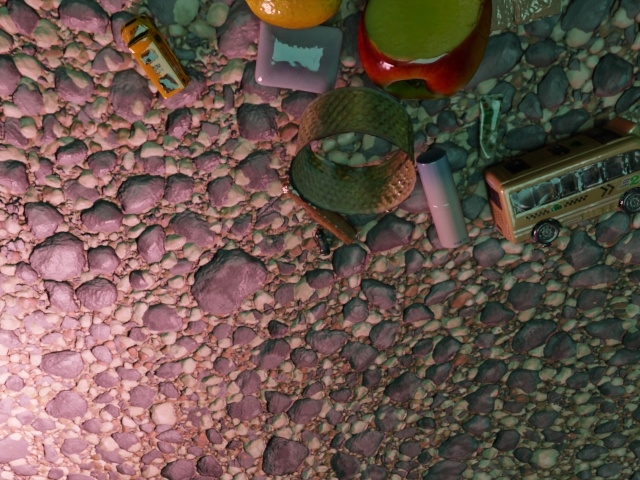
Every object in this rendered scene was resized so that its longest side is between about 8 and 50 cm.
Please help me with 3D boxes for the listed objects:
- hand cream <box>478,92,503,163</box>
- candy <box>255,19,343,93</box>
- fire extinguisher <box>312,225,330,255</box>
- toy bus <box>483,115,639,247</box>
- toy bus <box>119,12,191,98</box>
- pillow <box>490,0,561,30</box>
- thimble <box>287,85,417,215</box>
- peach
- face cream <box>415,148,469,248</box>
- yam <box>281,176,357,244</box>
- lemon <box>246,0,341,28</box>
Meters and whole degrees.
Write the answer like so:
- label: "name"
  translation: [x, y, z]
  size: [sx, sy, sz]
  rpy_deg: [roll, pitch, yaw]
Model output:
- label: "hand cream"
  translation: [0.402, -0.265, 1.261]
  size: [0.057, 0.037, 0.165]
  rpy_deg: [-5, 113, -4]
- label: "candy"
  translation: [-0.046, -0.389, 1.118]
  size: [0.174, 0.071, 0.138]
  rpy_deg: [5, 117, -10]
- label: "fire extinguisher"
  translation: [0.000, 0.000, 1.364]
  size: [0.038, 0.025, 0.083]
  rpy_deg: [-5, 122, 23]
- label: "toy bus"
  translation: [0.594, -0.139, 1.267]
  size: [0.366, 0.177, 0.201]
  rpy_deg: [-20, 113, 7]
- label: "toy bus"
  translation: [-0.343, -0.378, 1.090]
  size: [0.070, 0.074, 0.162]
  rpy_deg: [-28, 119, 11]
- label: "pillow"
  translation: [0.399, -0.514, 1.116]
  size: [0.233, 0.043, 0.126]
  rpy_deg: [-14, 120, -2]
- label: "thimble"
  translation: [0.070, -0.186, 1.140]
  size: [0.271, 0.150, 0.270]
  rpy_deg: [4, 146, 3]
- label: "peach"
  translation: [0.201, -0.417, 1.035]
  size: [0.249, 0.245, 0.274]
  rpy_deg: [19, 91, -10]
- label: "face cream"
  translation: [0.304, -0.101, 1.310]
  size: [0.077, 0.077, 0.250]
  rpy_deg: [-20, 120, 5]
- label: "yam"
  translation: [-0.001, -0.074, 1.310]
  size: [0.241, 0.056, 0.057]
  rpy_deg: [39, 108, -25]
- label: "lemon"
  translation: [-0.045, -0.495, 1.007]
  size: [0.207, 0.170, 0.170]
  rpy_deg: [0, 119, -1]
